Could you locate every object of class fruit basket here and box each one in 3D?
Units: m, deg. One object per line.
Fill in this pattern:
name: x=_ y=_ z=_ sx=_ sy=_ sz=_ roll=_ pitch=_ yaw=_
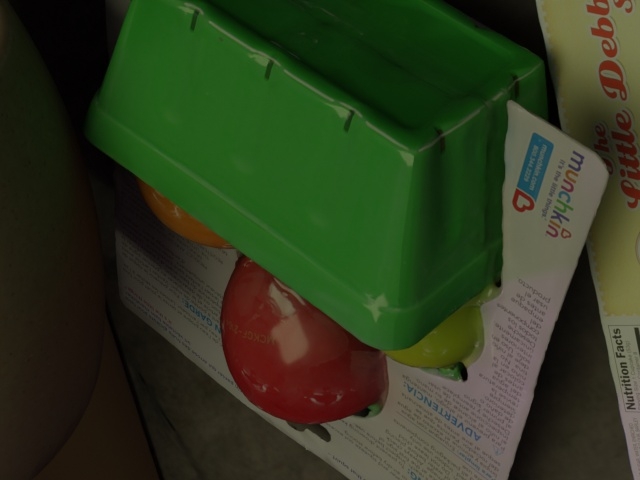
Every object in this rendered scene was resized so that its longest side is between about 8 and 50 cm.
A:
fruit basket: x=0.000 y=0.000 z=0.829 sx=0.327 sy=0.165 sz=0.353 roll=34 pitch=147 yaw=25

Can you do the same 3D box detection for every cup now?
cup: x=-0.263 y=-0.034 z=0.773 sx=0.331 sy=0.331 sz=0.237 roll=36 pitch=136 yaw=15

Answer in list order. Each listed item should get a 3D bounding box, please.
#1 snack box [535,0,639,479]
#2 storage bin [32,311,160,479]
snack box: x=0.223 y=-0.023 z=0.707 sx=0.187 sy=0.060 sz=0.322 roll=-4 pitch=108 yaw=34
storage bin: x=-0.233 y=0.177 z=0.973 sx=0.123 sy=0.260 sz=0.262 roll=-6 pitch=107 yaw=31
